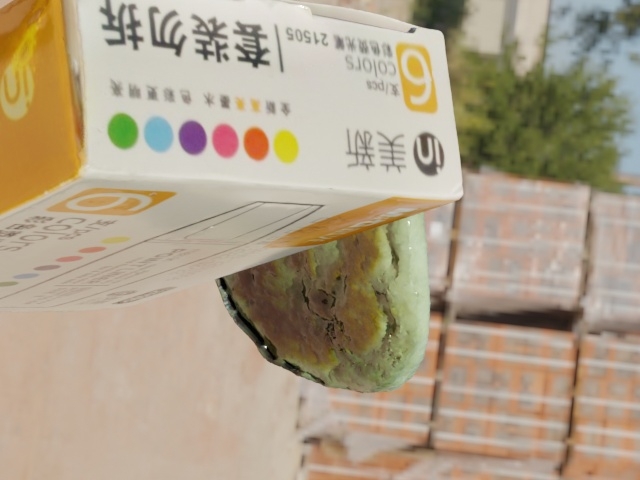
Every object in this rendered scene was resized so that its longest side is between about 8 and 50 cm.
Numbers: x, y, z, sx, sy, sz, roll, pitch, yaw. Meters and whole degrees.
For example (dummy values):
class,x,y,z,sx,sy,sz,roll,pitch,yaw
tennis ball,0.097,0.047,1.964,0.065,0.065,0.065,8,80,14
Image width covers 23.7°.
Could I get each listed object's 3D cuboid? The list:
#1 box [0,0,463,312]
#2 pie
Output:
class,x,y,z,sx,sy,sz,roll,pitch,yaw
box,-0.101,-0.033,0.718,0.220,0.273,0.091,0,77,-41
pie,0.000,0.000,1.065,0.054,0.240,0.241,-23,127,-40
